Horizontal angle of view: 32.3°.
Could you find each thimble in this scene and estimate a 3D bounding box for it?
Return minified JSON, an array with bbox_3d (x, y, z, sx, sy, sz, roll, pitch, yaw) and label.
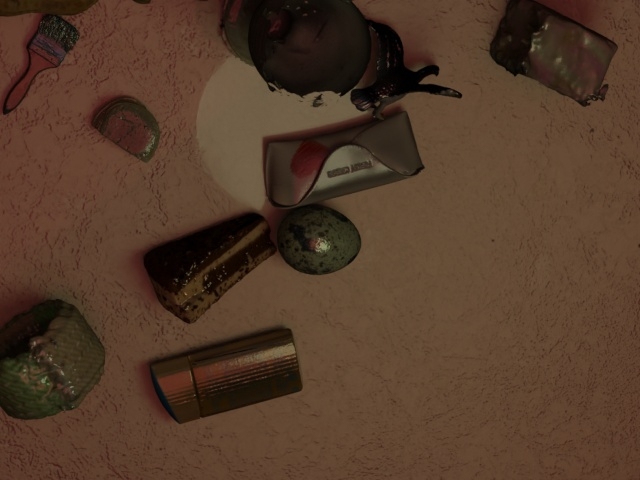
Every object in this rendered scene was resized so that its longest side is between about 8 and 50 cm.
[{"bbox_3d":[-0.492,0.217,1.964,0.219,0.219,0.150,-32,111,-4],"label":"thimble"}]

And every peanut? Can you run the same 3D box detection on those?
[{"bbox_3d":[-0.466,-0.416,1.818,0.230,0.103,0.098,-4,121,-13],"label":"peanut"}]

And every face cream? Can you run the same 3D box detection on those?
[{"bbox_3d":[-0.181,0.267,2.156,0.285,0.067,0.139,-14,111,-12],"label":"face cream"}]

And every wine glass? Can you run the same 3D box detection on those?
[{"bbox_3d":[-0.046,-0.342,1.831,0.191,0.357,0.190,-6,112,-16],"label":"wine glass"}]

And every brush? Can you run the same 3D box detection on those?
[{"bbox_3d":[-0.490,-0.295,1.897,0.070,0.021,0.196,33,97,-22],"label":"brush"}]

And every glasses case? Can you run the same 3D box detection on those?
[{"bbox_3d":[0.048,-0.149,2.071,0.308,0.083,0.128,-15,112,-11],"label":"glasses case"}]

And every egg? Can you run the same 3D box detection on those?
[{"bbox_3d":[0.000,0.000,2.083,0.172,0.132,0.132,6,107,-31],"label":"egg"}]

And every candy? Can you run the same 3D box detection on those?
[{"bbox_3d":[0.435,-0.351,2.065,0.195,0.185,0.137,20,106,-22],"label":"candy"}]

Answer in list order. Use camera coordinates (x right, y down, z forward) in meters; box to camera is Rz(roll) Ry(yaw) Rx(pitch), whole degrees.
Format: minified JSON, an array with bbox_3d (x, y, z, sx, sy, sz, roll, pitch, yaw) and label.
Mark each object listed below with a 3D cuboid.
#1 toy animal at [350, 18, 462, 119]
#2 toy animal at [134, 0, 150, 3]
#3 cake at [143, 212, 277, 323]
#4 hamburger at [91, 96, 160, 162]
[{"bbox_3d":[0.142,-0.300,2.040,0.160,0.197,0.272,-43,71,18],"label":"toy animal"},{"bbox_3d":[-0.212,-0.451,1.882,0.219,0.101,0.103,-4,108,-15],"label":"toy animal"},{"bbox_3d":[-0.216,0.032,2.081,0.246,0.135,0.112,-42,131,-31],"label":"cake"},{"bbox_3d":[-0.335,-0.204,1.958,0.121,0.054,0.084,32,99,-16],"label":"hamburger"}]
